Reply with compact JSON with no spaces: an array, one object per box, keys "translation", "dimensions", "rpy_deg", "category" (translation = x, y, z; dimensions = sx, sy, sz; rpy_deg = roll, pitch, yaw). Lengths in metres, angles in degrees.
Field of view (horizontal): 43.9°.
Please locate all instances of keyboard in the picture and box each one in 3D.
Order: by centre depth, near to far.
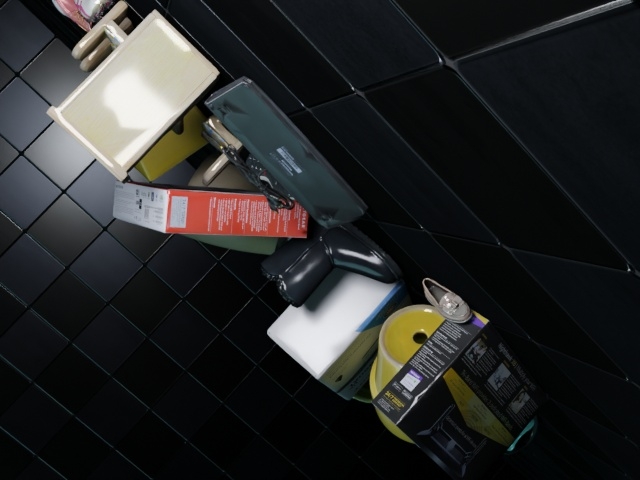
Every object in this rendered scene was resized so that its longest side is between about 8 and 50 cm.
[{"translation":[-0.072,-0.134,1.353],"dimensions":[0.201,0.033,0.317],"rpy_deg":[-17,124,47],"category":"keyboard"}]

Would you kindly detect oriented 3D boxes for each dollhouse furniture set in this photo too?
[{"translation":[-0.341,-0.249,1.539],"dimensions":[0.362,0.256,0.394],"rpy_deg":[44,174,-7],"category":"dollhouse furniture set"}]

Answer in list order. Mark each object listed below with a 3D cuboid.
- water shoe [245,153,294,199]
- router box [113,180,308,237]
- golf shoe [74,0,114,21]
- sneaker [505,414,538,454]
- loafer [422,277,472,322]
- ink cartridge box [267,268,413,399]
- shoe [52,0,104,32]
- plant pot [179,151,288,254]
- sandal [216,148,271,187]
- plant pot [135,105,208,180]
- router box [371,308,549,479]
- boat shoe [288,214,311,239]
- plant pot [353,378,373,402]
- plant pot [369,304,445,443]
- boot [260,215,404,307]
[{"translation":[-0.067,-0.133,1.575],"dimensions":[0.080,0.073,0.203],"rpy_deg":[9,-163,-42],"category":"water shoe"},{"translation":[-0.234,-0.066,1.642],"dimensions":[0.301,0.082,0.335],"rpy_deg":[2,-175,-31],"category":"router box"},{"translation":[-0.471,-0.490,1.600],"dimensions":[0.086,0.067,0.186],"rpy_deg":[48,173,-29],"category":"golf shoe"},{"translation":[0.406,0.403,1.858],"dimensions":[0.295,0.124,0.178],"rpy_deg":[37,-177,-31],"category":"sneaker"},{"translation":[0.219,0.105,1.403],"dimensions":[0.039,0.045,0.125],"rpy_deg":[54,172,-32],"category":"loafer"},{"translation":[0.070,0.200,1.871],"dimensions":[0.166,0.285,0.395],"rpy_deg":[40,174,20],"category":"ink cartridge box"},{"translation":[-0.557,-0.537,1.891],"dimensions":[0.178,0.063,0.081],"rpy_deg":[40,175,-28],"category":"shoe"},{"translation":[-0.218,-0.073,2.215],"dimensions":[0.274,0.257,0.256],"rpy_deg":[26,171,9],"category":"plant pot"},{"translation":[-0.193,-0.194,1.930],"dimensions":[0.097,0.054,0.254],"rpy_deg":[36,171,49],"category":"sandal"},{"translation":[-0.421,-0.310,1.991],"dimensions":[0.212,0.212,0.187],"rpy_deg":[36,158,50],"category":"plant pot"},{"translation":[0.267,0.296,1.466],"dimensions":[0.309,0.243,0.081],"rpy_deg":[48,172,-38],"category":"router box"},{"translation":[0.000,0.000,1.891],"dimensions":[0.267,0.096,0.088],"rpy_deg":[50,157,-27],"category":"boat shoe"},{"translation":[0.168,0.295,2.197],"dimensions":[0.276,0.276,0.254],"rpy_deg":[42,-175,12],"category":"plant pot"},{"translation":[0.223,0.270,1.697],"dimensions":[0.254,0.254,0.239],"rpy_deg":[39,157,36],"category":"plant pot"},{"translation":[0.019,0.064,1.623],"dimensions":[0.246,0.207,0.094],"rpy_deg":[40,174,22],"category":"boot"}]
